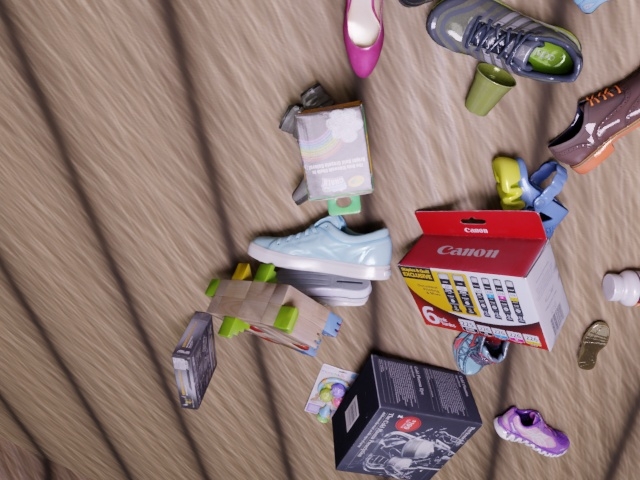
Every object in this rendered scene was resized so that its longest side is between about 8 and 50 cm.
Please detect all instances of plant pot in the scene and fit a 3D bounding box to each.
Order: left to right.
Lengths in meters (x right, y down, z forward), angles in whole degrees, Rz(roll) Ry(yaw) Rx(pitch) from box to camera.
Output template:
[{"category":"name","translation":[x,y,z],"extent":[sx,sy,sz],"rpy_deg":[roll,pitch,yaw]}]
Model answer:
[{"category":"plant pot","translation":[0.326,-0.291,0.885],"extent":[0.083,0.083,0.079],"rpy_deg":[19,136,-3]}]

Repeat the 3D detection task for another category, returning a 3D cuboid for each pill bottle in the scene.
[{"category":"pill bottle","translation":[0.761,0.115,1.061],"extent":[0.152,0.086,0.086],"rpy_deg":[2,123,9]}]

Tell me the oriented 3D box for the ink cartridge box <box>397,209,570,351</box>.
[{"category":"ink cartridge box","translation":[0.343,0.077,0.998],"extent":[0.309,0.130,0.272],"rpy_deg":[3,130,49]}]

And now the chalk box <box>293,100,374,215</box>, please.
[{"category":"chalk box","translation":[0.035,-0.157,0.898],"extent":[0.132,0.132,0.213],"rpy_deg":[-7,110,7]}]

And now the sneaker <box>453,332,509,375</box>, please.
[{"category":"sneaker","translation":[0.433,0.285,1.202],"extent":[0.104,0.125,0.262],"rpy_deg":[15,124,0]}]

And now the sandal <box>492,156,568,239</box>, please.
[{"category":"sandal","translation":[0.476,-0.047,0.988],"extent":[0.138,0.126,0.317],"rpy_deg":[-15,120,14]}]

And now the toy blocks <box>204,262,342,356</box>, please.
[{"category":"toy blocks","translation":[-0.098,0.203,1.145],"extent":[0.381,0.191,0.261],"rpy_deg":[-2,149,47]}]

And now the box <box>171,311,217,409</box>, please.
[{"category":"box","translation":[-0.374,0.361,1.356],"extent":[0.056,0.183,0.231],"rpy_deg":[7,124,4]}]

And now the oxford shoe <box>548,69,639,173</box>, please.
[{"category":"oxford shoe","translation":[0.558,-0.255,0.854],"extent":[0.098,0.097,0.271],"rpy_deg":[30,123,-3]}]

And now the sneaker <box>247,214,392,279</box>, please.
[{"category":"sneaker","translation":[0.000,0.000,1.115],"extent":[0.365,0.135,0.150],"rpy_deg":[7,94,10]}]

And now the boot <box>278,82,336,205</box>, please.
[{"category":"boot","translation":[-0.029,-0.211,0.999],"extent":[0.161,0.083,0.246],"rpy_deg":[36,114,-8]}]

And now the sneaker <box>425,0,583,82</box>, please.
[{"category":"sneaker","translation":[0.336,-0.360,0.805],"extent":[0.299,0.121,0.111],"rpy_deg":[15,123,0]}]

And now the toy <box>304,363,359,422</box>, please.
[{"category":"toy","translation":[0.040,0.513,1.459],"extent":[0.136,0.056,0.237],"rpy_deg":[17,124,-3]}]

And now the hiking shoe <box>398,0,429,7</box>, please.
[{"category":"hiking shoe","translation":[0.238,-0.460,0.761],"extent":[0.226,0.114,0.086],"rpy_deg":[-22,117,22]}]

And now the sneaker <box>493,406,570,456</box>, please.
[{"category":"sneaker","translation":[0.661,0.578,1.378],"extent":[0.236,0.095,0.105],"rpy_deg":[20,116,-2]}]

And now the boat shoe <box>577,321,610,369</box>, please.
[{"category":"boat shoe","translation":[0.725,0.274,1.201],"extent":[0.056,0.048,0.153],"rpy_deg":[9,118,18]}]

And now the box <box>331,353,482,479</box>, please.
[{"category":"box","translation":[0.239,0.537,1.337],"extent":[0.312,0.179,0.343],"rpy_deg":[13,125,-13]}]

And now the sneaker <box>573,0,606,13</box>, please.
[{"category":"sneaker","translation":[0.514,-0.453,0.763],"extent":[0.162,0.063,0.073],"rpy_deg":[-28,132,29]}]

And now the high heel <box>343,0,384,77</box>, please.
[{"category":"high heel","translation":[0.081,-0.414,0.816],"extent":[0.082,0.117,0.244],"rpy_deg":[9,123,4]}]

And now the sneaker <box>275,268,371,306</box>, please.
[{"category":"sneaker","translation":[0.005,0.134,1.199],"extent":[0.258,0.094,0.091],"rpy_deg":[9,132,9]}]
